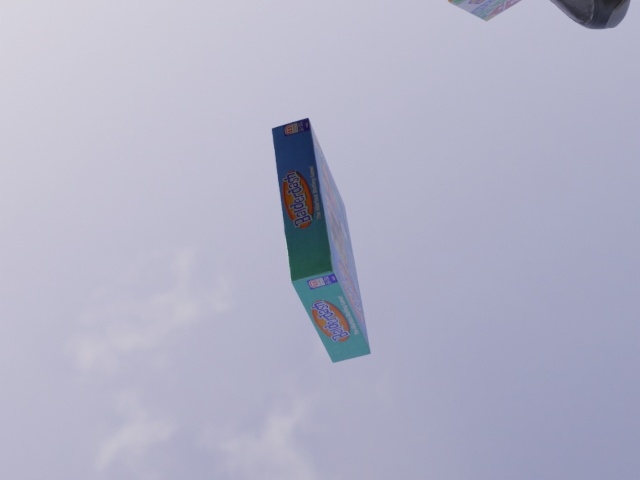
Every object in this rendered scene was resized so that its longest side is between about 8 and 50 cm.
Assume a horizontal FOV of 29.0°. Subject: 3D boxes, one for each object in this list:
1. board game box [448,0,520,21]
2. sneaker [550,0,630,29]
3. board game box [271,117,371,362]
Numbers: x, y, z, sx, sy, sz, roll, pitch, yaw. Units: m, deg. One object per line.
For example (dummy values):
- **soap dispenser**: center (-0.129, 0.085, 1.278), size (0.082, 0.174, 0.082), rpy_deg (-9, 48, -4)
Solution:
- **board game box**: center (0.240, -0.347, 1.636), size (0.124, 0.259, 0.039), rpy_deg (-30, -99, 19)
- **sneaker**: center (0.130, -0.248, 0.964), size (0.106, 0.101, 0.267), rpy_deg (-30, -116, -20)
- **board game box**: center (0.000, 0.000, 1.314), size (0.047, 0.160, 0.210), rpy_deg (-15, -130, 7)
